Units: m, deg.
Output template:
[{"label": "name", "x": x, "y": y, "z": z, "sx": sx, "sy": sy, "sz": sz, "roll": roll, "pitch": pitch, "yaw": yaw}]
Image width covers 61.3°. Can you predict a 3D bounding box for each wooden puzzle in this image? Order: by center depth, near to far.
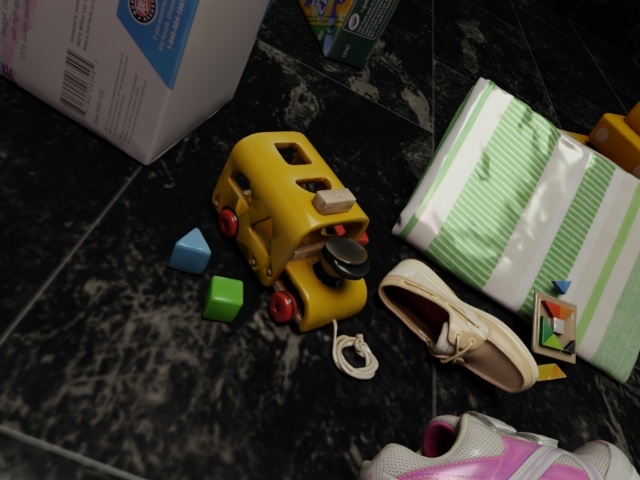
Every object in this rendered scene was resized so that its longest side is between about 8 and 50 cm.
[{"label": "wooden puzzle", "x": 0.258, "y": 0.096, "z": 0.590, "sx": 0.078, "sy": 0.014, "sz": 0.117, "roll": 13, "pitch": 72, "yaw": -27}]

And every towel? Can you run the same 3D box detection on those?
[{"label": "towel", "x": 0.274, "y": -0.020, "z": 0.657, "sx": 0.324, "sy": 0.038, "sz": 0.248, "roll": 32, "pitch": 74, "yaw": -3}]

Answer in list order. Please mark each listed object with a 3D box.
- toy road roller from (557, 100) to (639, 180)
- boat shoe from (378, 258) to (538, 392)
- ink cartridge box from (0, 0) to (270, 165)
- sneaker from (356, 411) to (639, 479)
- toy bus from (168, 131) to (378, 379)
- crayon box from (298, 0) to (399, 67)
[{"label": "toy road roller", "x": 0.476, "y": -0.122, "z": 0.802, "sx": 0.329, "sy": 0.241, "sz": 0.203, "roll": 4, "pitch": 42, "yaw": -21}, {"label": "boat shoe", "x": 0.123, "y": 0.089, "z": 0.515, "sx": 0.170, "sy": 0.063, "sz": 0.059, "roll": 39, "pitch": 40, "yaw": 23}, {"label": "ink cartridge box", "x": -0.212, "y": -0.256, "z": 0.535, "sx": 0.270, "sy": 0.198, "sz": 0.197, "roll": 32, "pitch": 39, "yaw": -2}, {"label": "sneaker", "x": 0.133, "y": 0.174, "z": 0.393, "sx": 0.252, "sy": 0.103, "sz": 0.111, "roll": 1, "pitch": 50, "yaw": -35}, {"label": "toy bus", "x": -0.010, "y": -0.008, "z": 0.486, "sx": 0.202, "sy": 0.104, "sz": 0.191, "roll": 24, "pitch": 39, "yaw": -10}, {"label": "crayon box", "x": 0.041, "y": -0.482, "z": 0.945, "sx": 0.083, "sy": 0.203, "sz": 0.323, "roll": 8, "pitch": 44, "yaw": -28}]
